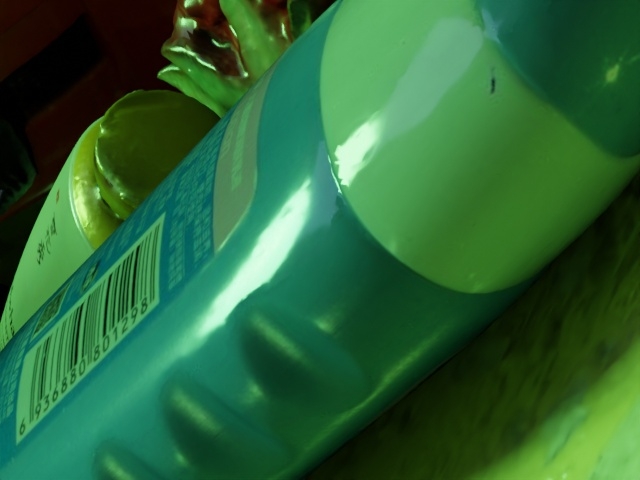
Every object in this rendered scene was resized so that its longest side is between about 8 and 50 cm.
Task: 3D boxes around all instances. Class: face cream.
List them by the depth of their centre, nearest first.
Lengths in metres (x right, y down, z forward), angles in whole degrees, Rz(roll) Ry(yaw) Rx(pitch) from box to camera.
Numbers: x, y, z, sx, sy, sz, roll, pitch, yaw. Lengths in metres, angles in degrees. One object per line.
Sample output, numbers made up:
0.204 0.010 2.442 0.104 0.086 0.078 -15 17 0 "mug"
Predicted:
0.000 0.000 0.519 0.264 0.083 0.149 -43 15 38 "face cream"
-0.077 0.013 0.692 0.182 0.051 0.072 128 138 -55 "face cream"

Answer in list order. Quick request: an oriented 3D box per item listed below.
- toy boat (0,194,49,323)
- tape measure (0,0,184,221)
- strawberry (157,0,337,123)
-0.142 -0.107 0.950 0.162 0.136 0.445 -35 30 40 "toy boat"
-0.157 -0.107 0.787 0.260 0.114 0.253 -38 44 -15 "tape measure"
0.008 -0.120 0.670 0.167 0.087 0.208 -36 28 50 "strawberry"
